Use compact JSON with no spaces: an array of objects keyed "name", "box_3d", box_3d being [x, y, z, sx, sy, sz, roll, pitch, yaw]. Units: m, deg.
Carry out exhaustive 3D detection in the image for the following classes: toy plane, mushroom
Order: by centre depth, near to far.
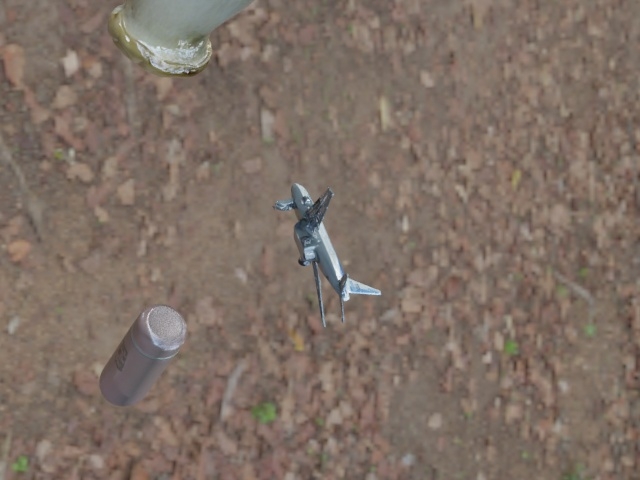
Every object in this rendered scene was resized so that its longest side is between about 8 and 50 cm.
[{"name":"mushroom","box_3d":[-0.086,-0.329,1.239,0.154,0.407,0.138,-1,55,-36]},{"name":"toy plane","box_3d":[-0.002,0.002,1.518,0.058,0.226,0.226,-18,137,-21]}]

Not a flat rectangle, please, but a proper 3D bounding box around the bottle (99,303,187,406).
[{"name":"bottle","box_3d":[-0.179,0.117,1.217,0.053,0.140,0.053,16,51,-21]}]
